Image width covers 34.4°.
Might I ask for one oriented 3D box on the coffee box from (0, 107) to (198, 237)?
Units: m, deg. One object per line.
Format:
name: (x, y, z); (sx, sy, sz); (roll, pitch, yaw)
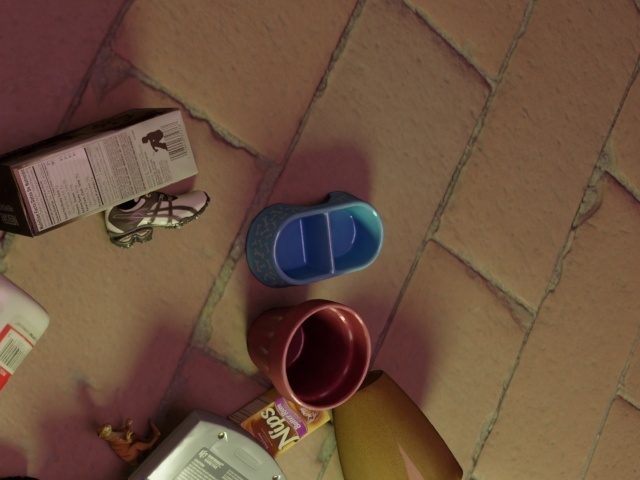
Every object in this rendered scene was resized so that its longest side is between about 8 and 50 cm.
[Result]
coffee box: (-0.374, -0.115, 1.661); (0.297, 0.168, 0.118); (-25, 109, -30)

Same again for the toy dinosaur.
toy dinosaur: (-0.332, 0.373, 1.830); (0.112, 0.064, 0.211); (-35, 127, -14)

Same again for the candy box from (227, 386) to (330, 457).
candy box: (-0.078, 0.345, 2.001); (0.187, 0.053, 0.109); (-30, 114, -28)

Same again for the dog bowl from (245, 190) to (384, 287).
dog bowl: (0.000, 0.000, 2.002); (0.297, 0.074, 0.165); (-14, 103, -35)

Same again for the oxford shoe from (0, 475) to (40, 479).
oxford shoe: (-0.558, 0.441, 1.650); (0.227, 0.083, 0.096); (4, 98, -35)

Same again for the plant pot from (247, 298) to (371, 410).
plant pot: (-0.037, 0.202, 1.934); (0.201, 0.180, 0.201); (-5, 98, -36)

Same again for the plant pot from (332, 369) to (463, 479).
plant pot: (0.125, 0.399, 2.067); (0.237, 0.237, 0.254); (-29, 98, -30)

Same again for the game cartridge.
game cartridge: (-0.188, 0.431, 1.877); (0.196, 0.060, 0.294); (-43, 129, -1)

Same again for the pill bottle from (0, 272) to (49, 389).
pill bottle: (-0.603, 0.212, 1.498); (0.229, 0.229, 0.407); (45, 70, -31)

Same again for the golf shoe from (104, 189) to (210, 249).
golf shoe: (-0.282, -0.061, 1.790); (0.198, 0.077, 0.093); (-27, 110, -32)
